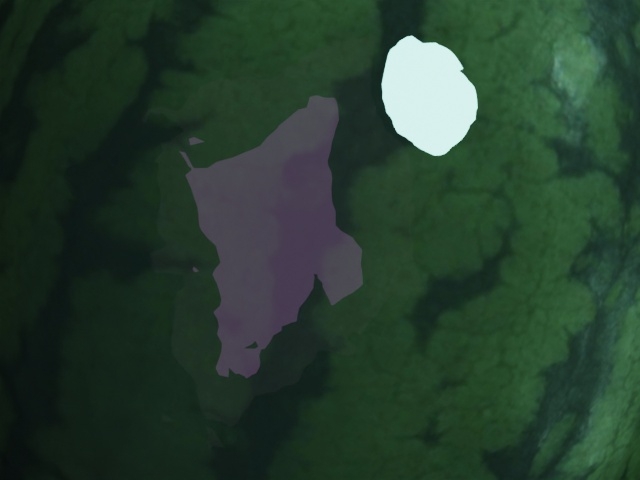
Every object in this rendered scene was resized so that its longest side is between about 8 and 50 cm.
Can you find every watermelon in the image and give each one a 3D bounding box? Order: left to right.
[{"bbox_3d":[0.000,0.000,0.635,0.278,0.279,0.359,22,114,14],"label":"watermelon"}]
